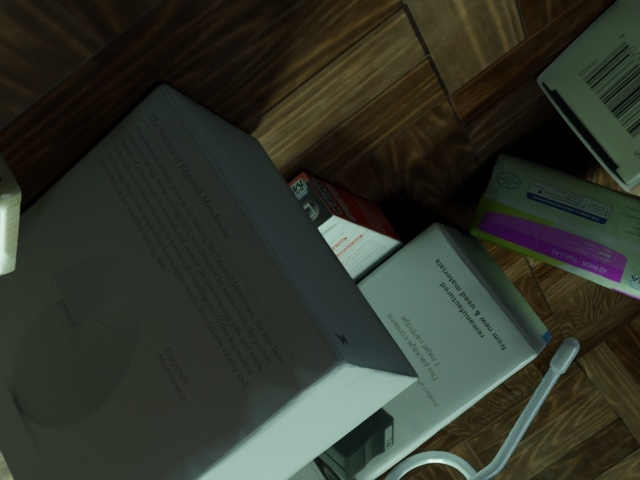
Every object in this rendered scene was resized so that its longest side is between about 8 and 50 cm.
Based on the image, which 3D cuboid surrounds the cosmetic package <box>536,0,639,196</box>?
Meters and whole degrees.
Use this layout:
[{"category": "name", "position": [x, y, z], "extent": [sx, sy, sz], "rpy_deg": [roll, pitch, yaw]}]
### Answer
[{"category": "cosmetic package", "position": [0.357, -0.128, 0.973], "extent": [0.129, 0.153, 0.296], "rpy_deg": [-44, 154, 24]}]

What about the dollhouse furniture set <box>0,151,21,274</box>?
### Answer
[{"category": "dollhouse furniture set", "position": [-0.260, -0.018, 0.345], "extent": [0.259, 0.135, 0.262], "rpy_deg": [-21, 160, -29]}]

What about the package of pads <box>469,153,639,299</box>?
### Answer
[{"category": "package of pads", "position": [0.321, -0.005, 1.067], "extent": [0.296, 0.229, 0.101], "rpy_deg": [8, 103, -57]}]

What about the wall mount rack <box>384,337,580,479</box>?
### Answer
[{"category": "wall mount rack", "position": [0.191, 0.269, 0.887], "extent": [0.304, 0.350, 0.130], "rpy_deg": [-33, 132, -8]}]

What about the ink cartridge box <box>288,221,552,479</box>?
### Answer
[{"category": "ink cartridge box", "position": [0.044, 0.168, 1.057], "extent": [0.395, 0.166, 0.285], "rpy_deg": [-39, 168, 12]}]

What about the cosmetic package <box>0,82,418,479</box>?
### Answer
[{"category": "cosmetic package", "position": [-0.098, 0.063, 0.639], "extent": [0.225, 0.224, 0.138], "rpy_deg": [-40, 156, 14]}]

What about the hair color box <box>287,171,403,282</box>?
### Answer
[{"category": "hair color box", "position": [0.000, 0.000, 0.868], "extent": [0.093, 0.053, 0.167], "rpy_deg": [-39, 159, 14]}]
